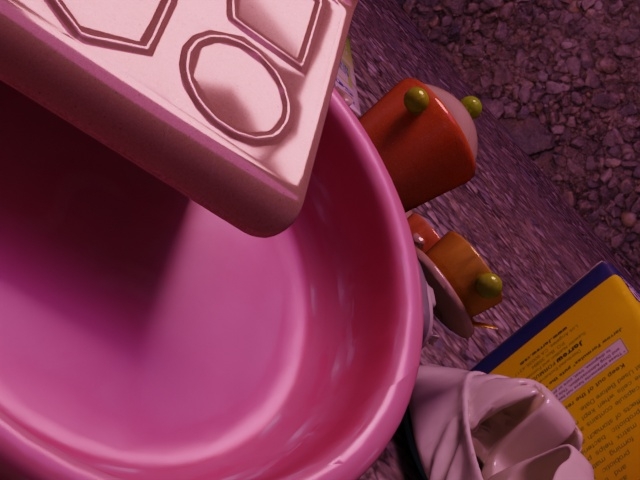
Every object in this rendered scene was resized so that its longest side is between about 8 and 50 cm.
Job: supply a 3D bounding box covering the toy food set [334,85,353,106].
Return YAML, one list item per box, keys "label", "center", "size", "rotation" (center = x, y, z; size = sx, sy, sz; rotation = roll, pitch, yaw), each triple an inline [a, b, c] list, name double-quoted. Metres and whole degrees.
- label: "toy food set"
  center: [-0.115, -0.208, 0.836]
  size: [0.306, 0.092, 0.220]
  rotation: [39, 6, -17]

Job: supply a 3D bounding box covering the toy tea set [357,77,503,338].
- label: "toy tea set"
  center: [0.085, -0.042, 0.925]
  size: [0.200, 0.124, 0.336]
  rotation: [57, -6, -11]

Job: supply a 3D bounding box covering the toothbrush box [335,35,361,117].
- label: "toothbrush box"
  center: [-0.074, -0.207, 1.114]
  size: [0.206, 0.122, 0.283]
  rotation: [41, 20, -18]

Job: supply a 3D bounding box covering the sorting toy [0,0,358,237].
- label: "sorting toy"
  center: [-0.075, -0.124, 0.561]
  size: [0.193, 0.038, 0.208]
  rotation: [33, 51, -21]

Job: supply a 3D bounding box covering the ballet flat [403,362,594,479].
- label: "ballet flat"
  center: [0.142, 0.182, 0.772]
  size: [0.139, 0.139, 0.400]
  rotation: [43, 18, -11]

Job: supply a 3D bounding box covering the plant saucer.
- label: "plant saucer"
  center: [-0.094, -0.003, 0.549]
  size: [0.332, 0.084, 0.332]
  rotation: [21, 52, -30]

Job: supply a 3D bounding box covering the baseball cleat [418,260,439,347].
- label: "baseball cleat"
  center: [0.000, 0.000, 0.713]
  size: [0.109, 0.072, 0.206]
  rotation: [17, 27, -35]

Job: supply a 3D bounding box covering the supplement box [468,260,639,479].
- label: "supplement box"
  center: [0.297, 0.224, 0.928]
  size: [0.194, 0.195, 0.356]
  rotation: [37, 21, -29]
